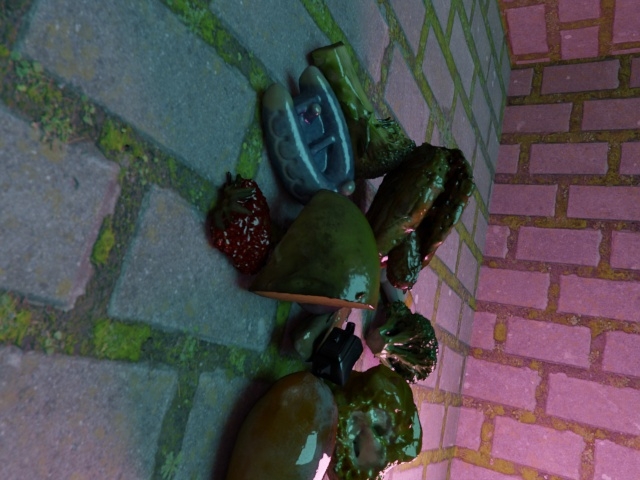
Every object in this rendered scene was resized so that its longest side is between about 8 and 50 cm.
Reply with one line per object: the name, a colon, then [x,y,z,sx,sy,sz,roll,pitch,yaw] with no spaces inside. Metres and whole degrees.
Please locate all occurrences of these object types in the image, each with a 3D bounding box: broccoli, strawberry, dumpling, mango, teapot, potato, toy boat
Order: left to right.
strawberry: [-0.129,-0.025,0.974,0.208,0.087,0.167,53,49,-51]
mango: [-0.091,0.459,1.017,0.384,0.199,0.221,-55,146,-21]
toy boat: [-0.002,-0.215,1.097,0.215,0.123,0.330,-40,126,-41]
dumpling: [0.000,0.217,1.235,0.332,0.086,0.166,-34,141,-54]
potato: [0.000,0.000,1.002,0.112,0.269,0.255,99,-1,-73]
teapot: [0.039,0.254,1.137,0.177,0.087,0.096,-50,145,-42]
broccoli: [0.092,-0.310,1.221,0.361,0.221,0.252,44,50,-41]
broccoli: [0.271,0.347,1.611,0.241,0.261,0.269,11,128,-37]

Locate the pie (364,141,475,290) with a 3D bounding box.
pie: [0.222,-0.092,1.295,0.395,0.180,0.418,-60,-168,9]

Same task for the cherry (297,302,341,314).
cherry: [0.015,0.066,1.142,0.266,0.183,0.213,63,31,-10]

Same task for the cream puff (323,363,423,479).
cream puff: [0.113,0.466,1.260,0.269,0.274,0.323,-8,96,-18]

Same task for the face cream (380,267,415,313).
face cream: [0.273,0.187,1.712,0.107,0.073,0.269,-55,141,-25]
